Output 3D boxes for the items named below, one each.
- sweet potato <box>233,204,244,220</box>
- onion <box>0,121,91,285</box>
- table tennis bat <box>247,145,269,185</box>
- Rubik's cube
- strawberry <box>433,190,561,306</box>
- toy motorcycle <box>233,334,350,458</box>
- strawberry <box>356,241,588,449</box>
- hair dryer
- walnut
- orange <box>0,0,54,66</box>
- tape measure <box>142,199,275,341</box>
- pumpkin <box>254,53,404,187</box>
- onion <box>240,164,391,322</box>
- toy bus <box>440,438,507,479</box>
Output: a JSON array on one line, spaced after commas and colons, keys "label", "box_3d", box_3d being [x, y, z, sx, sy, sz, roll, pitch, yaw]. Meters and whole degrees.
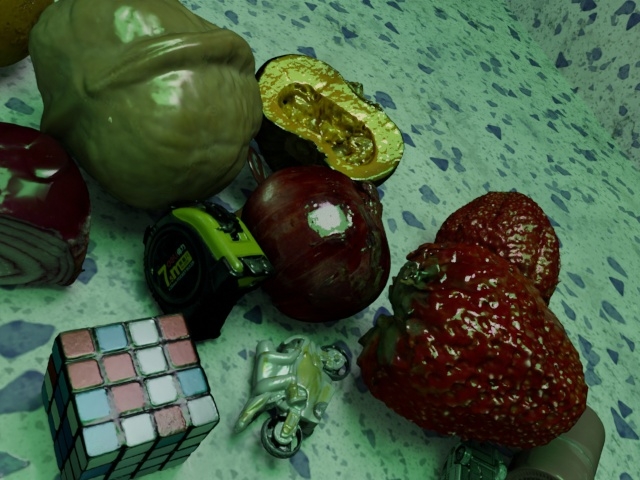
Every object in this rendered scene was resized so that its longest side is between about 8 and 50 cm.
[{"label": "sweet potato", "box_3d": [-0.140, -0.034, 1.017, 0.056, 0.056, 0.195, 41, 33, 5]}, {"label": "onion", "box_3d": [-0.423, -0.066, 0.749, 0.216, 0.206, 0.207, 7, 50, -30]}, {"label": "table tennis bat", "box_3d": [-0.108, -0.119, 1.070, 0.154, 0.019, 0.098, 56, 15, -52]}, {"label": "Rubik's cube", "box_3d": [-0.235, 0.198, 0.676, 0.155, 0.154, 0.151, -7, 58, -37]}, {"label": "strawberry", "box_3d": [0.380, 0.020, 1.171, 0.250, 0.238, 0.288, 36, 65, -16]}, {"label": "toy motorcycle", "box_3d": [-0.047, 0.216, 0.845, 0.151, 0.074, 0.228, 38, 43, 6]}, {"label": "strawberry", "box_3d": [0.255, 0.166, 0.868, 0.351, 0.267, 0.312, 29, 70, 5]}, {"label": "hair dryer", "box_3d": [0.327, 0.304, 0.991, 0.352, 0.125, 0.210, 41, 41, 15]}, {"label": "walnut", "box_3d": [-0.267, -0.223, 0.894, 0.381, 0.381, 0.381, 18, 45, -19]}, {"label": "orange", "box_3d": [-0.593, -0.420, 0.917, 0.274, 0.274, 0.274, 18, 45, -19]}, {"label": "tape measure", "box_3d": [-0.175, 0.032, 0.838, 0.186, 0.199, 0.112, 54, 27, 18]}, {"label": "pumpkin", "box_3d": [0.003, -0.212, 1.129, 0.325, 0.232, 0.242, 43, 70, 4]}, {"label": "onion", "box_3d": [0.000, 0.000, 0.937, 0.276, 0.276, 0.276, 18, 45, -19]}, {"label": "toy bus", "box_3d": [0.226, 0.399, 0.846, 0.087, 0.089, 0.194, 28, 42, -6]}]
